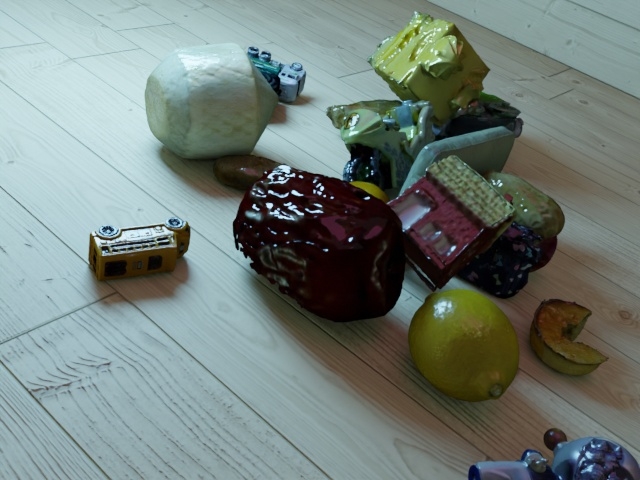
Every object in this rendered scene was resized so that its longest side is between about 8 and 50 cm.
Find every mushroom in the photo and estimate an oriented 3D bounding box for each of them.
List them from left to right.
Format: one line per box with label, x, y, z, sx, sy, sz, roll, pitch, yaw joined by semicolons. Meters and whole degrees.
mushroom;-0.156;-0.153;1.693;0.210;0.072;0.094;14;43;-4

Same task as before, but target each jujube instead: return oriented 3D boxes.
jujube;0.000;0.000;1.384;0.377;0.258;0.258;33;37;21

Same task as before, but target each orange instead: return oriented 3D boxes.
orange;0.089;-0.059;1.620;0.155;0.134;0.154;-5;47;5

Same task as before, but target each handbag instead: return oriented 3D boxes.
handbag;0.361;0.010;1.596;0.260;0.161;0.113;28;38;21

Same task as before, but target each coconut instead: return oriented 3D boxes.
coconut;-0.249;-0.336;1.721;0.329;0.328;0.328;11;34;-8

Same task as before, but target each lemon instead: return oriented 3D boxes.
lemon;0.257;0.188;1.281;0.187;0.186;0.244;-7;42;-30

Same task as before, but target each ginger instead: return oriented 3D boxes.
ginger;0.145;-0.339;2.041;0.270;0.123;0.219;-10;33;-20

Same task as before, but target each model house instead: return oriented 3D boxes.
model house;0.268;-0.050;1.484;0.254;0.160;0.196;-37;69;-14

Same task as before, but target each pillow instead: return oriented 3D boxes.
pillow;0.319;-0.147;1.717;0.322;0.255;0.120;-16;51;-39

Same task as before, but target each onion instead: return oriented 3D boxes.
onion;0.490;0.015;1.700;0.150;0.150;0.140;40;0;31

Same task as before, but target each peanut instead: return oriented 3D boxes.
peanut;0.451;-0.082;1.619;0.226;0.108;0.095;42;33;26

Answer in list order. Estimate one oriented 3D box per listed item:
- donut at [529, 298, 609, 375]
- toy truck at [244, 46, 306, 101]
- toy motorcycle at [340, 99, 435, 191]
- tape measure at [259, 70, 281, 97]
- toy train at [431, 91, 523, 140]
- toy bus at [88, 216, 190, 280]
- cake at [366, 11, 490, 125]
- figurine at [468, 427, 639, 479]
donut;0.496;0.201;1.461;0.146;0.078;0.181;11;41;-7
toy truck;-0.161;-0.490;2.147;0.216;0.110;0.116;20;47;4
toy motorcycle;0.179;-0.235;1.825;0.169;0.236;0.410;-4;14;39
tape measure;-0.212;-0.421;2.019;0.199;0.112;0.186;9;27;-1
toy train;0.447;-0.361;2.164;0.308;0.173;0.249;-2;29;-24
toy bus;-0.338;0.019;1.363;0.195;0.083;0.088;-8;45;-28
cake;0.313;-0.468;1.963;0.227;0.222;0.286;36;11;-38
figurine;0.374;0.373;1.117;0.275;0.133;0.193;16;48;5
